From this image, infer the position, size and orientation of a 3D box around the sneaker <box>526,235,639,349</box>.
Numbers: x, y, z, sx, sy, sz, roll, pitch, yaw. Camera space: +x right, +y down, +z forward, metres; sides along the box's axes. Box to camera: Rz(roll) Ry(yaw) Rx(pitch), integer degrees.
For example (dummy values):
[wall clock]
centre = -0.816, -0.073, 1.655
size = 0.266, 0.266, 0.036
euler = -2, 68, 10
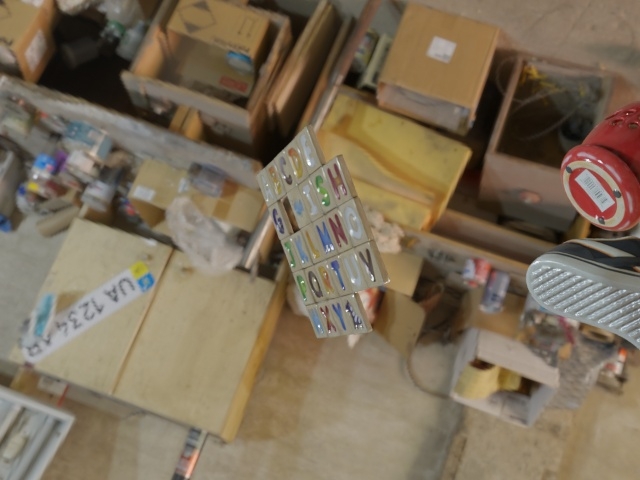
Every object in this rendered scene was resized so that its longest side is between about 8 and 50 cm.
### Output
[sneaker]
centre = 0.442, 0.077, 1.025
size = 0.321, 0.127, 0.126
euler = 29, 135, 35

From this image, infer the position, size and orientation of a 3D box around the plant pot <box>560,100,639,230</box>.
[plant pot]
centre = 0.530, -0.122, 1.364
size = 0.191, 0.174, 0.191
euler = 50, 162, 23

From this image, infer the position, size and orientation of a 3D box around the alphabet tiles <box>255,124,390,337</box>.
[alphabet tiles]
centre = 0.000, 0.000, 0.775
size = 0.009, 0.198, 0.237
euler = -20, 178, -20
